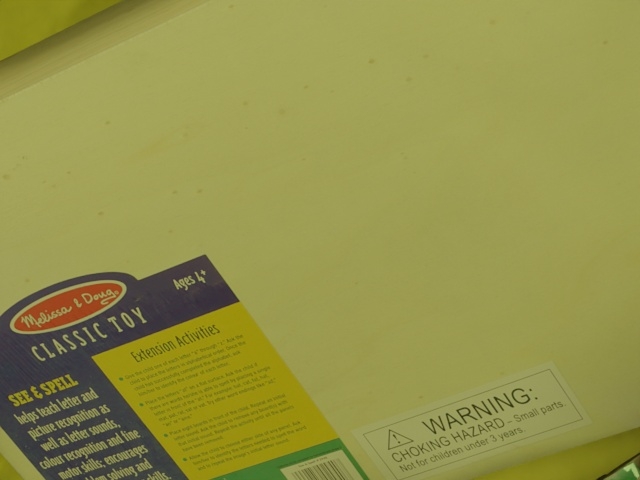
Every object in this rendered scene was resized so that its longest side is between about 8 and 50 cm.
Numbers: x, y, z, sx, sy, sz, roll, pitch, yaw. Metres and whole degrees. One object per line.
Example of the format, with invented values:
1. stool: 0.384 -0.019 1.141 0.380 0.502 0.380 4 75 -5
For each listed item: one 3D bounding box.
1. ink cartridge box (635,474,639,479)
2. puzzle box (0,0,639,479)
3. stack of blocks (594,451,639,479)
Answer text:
1. ink cartridge box: 0.219 0.100 0.618 0.121 0.211 0.289 41 86 -14
2. puzzle box: 0.000 0.000 0.784 0.409 0.052 0.272 -21 121 25
3. stack of blocks: 0.064 0.207 0.830 0.297 0.087 0.171 -38 79 23
